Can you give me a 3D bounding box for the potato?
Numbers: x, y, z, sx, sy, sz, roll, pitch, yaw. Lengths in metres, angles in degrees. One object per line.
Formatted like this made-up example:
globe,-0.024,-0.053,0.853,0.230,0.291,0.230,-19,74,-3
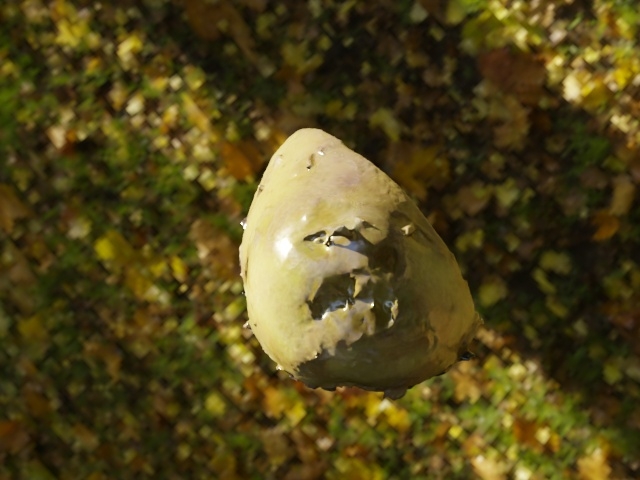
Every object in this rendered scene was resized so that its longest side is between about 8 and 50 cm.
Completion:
potato,0.000,0.000,0.767,0.172,0.101,0.089,49,157,28
